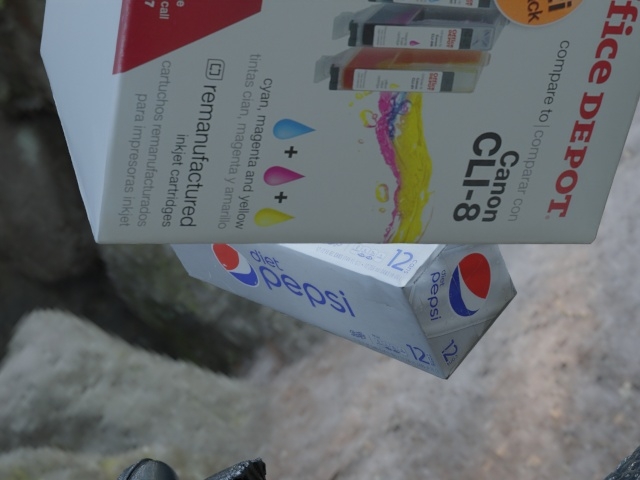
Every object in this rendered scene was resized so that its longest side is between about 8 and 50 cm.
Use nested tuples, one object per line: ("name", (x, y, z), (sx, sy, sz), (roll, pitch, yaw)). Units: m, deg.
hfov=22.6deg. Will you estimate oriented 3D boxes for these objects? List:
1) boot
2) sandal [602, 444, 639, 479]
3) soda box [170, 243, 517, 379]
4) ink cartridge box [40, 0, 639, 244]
("boot", (-0.071, 0.144, 0.864), (0.099, 0.045, 0.121), (-30, 17, 23))
("sandal", (0.274, 0.105, 0.853), (0.445, 0.107, 0.167), (-31, -4, -45))
("soda box", (0.000, 0.000, 1.178), (0.286, 0.098, 0.091), (19, 57, 44))
("ink cartridge box", (0.008, -0.083, 0.530), (0.127, 0.176, 0.128), (-117, 33, -52))
